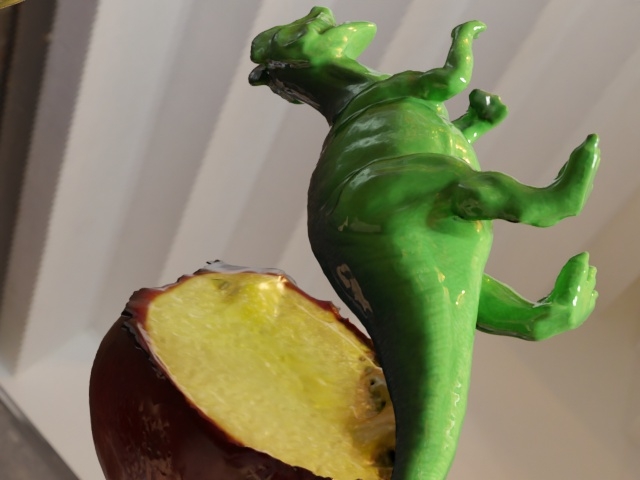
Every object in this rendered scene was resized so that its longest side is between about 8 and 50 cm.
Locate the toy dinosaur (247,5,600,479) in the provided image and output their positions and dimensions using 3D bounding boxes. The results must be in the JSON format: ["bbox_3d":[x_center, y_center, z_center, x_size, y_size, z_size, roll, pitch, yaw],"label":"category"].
[{"bbox_3d":[0.000,0.000,1.016,0.500,0.374,0.144,-47,147,-32],"label":"toy dinosaur"}]

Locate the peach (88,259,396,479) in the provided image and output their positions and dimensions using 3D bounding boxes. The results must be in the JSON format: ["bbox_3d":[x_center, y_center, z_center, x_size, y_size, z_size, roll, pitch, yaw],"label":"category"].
[{"bbox_3d":[-0.052,0.183,1.184,0.258,0.362,0.201,-6,122,-42],"label":"peach"}]

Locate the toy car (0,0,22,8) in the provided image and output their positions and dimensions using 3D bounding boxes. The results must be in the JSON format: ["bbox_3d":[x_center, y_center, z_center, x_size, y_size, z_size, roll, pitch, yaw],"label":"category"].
[{"bbox_3d":[-0.227,-0.145,0.391,0.341,0.240,0.271,-26,-160,-22],"label":"toy car"}]
